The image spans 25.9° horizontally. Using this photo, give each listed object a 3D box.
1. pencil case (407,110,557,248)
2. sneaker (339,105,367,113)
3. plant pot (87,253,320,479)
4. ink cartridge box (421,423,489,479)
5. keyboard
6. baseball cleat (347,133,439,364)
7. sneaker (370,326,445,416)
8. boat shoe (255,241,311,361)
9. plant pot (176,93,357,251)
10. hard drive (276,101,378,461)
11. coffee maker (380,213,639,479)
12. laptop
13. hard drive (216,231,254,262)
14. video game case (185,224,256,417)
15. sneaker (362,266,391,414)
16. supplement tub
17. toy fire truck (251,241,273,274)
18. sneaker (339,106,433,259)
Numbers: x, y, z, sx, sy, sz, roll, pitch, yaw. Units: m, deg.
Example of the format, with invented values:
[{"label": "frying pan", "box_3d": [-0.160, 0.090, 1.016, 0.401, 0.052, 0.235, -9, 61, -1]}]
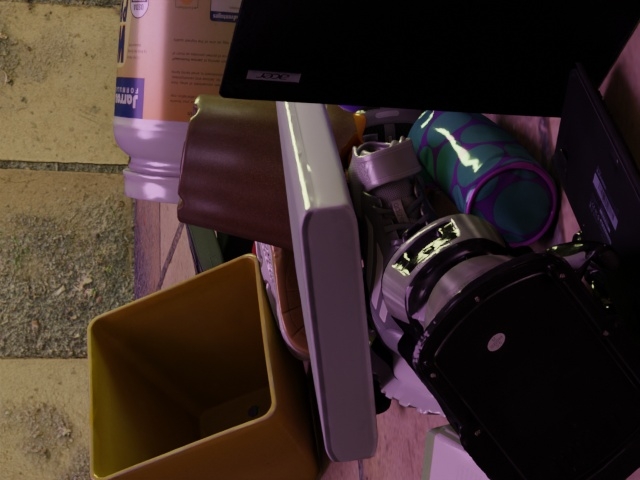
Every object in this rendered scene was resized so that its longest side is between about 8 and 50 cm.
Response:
[{"label": "pencil case", "box_3d": [0.109, -0.045, 0.963, 0.152, 0.064, 0.070, -121, 43, -66]}, {"label": "sneaker", "box_3d": [0.054, -0.233, 1.147, 0.146, 0.102, 0.293, -117, 32, -63]}, {"label": "plant pot", "box_3d": [-0.111, 0.179, 1.497, 0.187, 0.212, 0.212, 53, -160, -46]}, {"label": "ink cartridge box", "box_3d": [0.142, 0.225, 0.806, 0.235, 0.056, 0.171, 25, 114, 50]}, {"label": "keyboard", "box_3d": [0.168, -0.010, 0.792, 0.180, 0.023, 0.108, -101, 11, -47]}, {"label": "baseball cleat", "box_3d": [0.054, 0.000, 0.935, 0.206, 0.072, 0.109, -118, 12, -53]}, {"label": "sneaker", "box_3d": [0.090, 0.070, 0.994, 0.235, 0.090, 0.095, -149, 75, -72]}, {"label": "boat shoe", "box_3d": [-0.029, -0.008, 1.460, 0.096, 0.098, 0.277, 132, 138, -67]}, {"label": "plant pot", "box_3d": [-0.046, -0.067, 1.324, 0.167, 0.165, 0.167, -170, 90, -90]}, {"label": "hard drive", "box_3d": [0.000, 0.000, 1.083, 0.307, 0.040, 0.203, -101, 4, -63]}, {"label": "coffee maker", "box_3d": [0.109, 0.077, 0.780, 0.178, 0.120, 0.171, -115, 10, -80]}, {"label": "laptop", "box_3d": [0.073, -0.207, 0.781, 0.136, 0.234, 0.265, -162, 74, -75]}, {"label": "hard drive", "box_3d": [-0.113, -0.101, 1.923, 0.172, 0.054, 0.255, 110, 158, -51]}, {"label": "video game case", "box_3d": [-0.138, 0.098, 1.898, 0.275, 0.035, 0.248, -118, 17, -65]}, {"label": "sneaker", "box_3d": [0.060, 0.078, 1.174, 0.188, 0.067, 0.078, 104, 148, -45]}, {"label": "supplement tub", "box_3d": [-0.126, -0.203, 1.629, 0.228, 0.228, 0.316, -155, 68, -76]}, {"label": "toy fire truck", "box_3d": [-0.038, 0.028, 1.603, 0.192, 0.047, 0.135, 121, 151, -61]}, {"label": "sneaker", "box_3d": [0.051, -0.052, 1.172, 0.215, 0.083, 0.084, 109, 157, -54]}]
